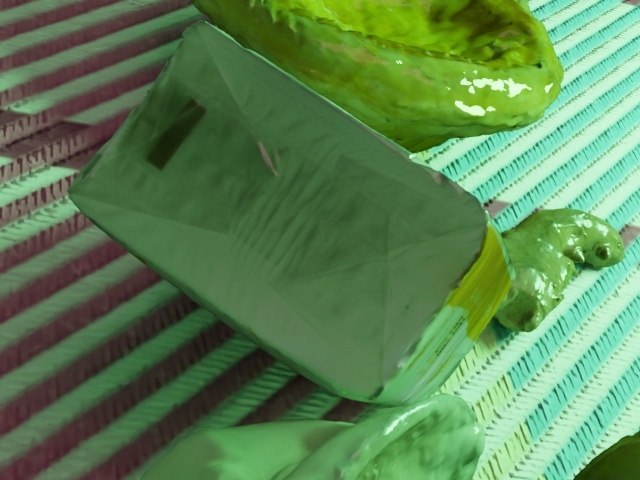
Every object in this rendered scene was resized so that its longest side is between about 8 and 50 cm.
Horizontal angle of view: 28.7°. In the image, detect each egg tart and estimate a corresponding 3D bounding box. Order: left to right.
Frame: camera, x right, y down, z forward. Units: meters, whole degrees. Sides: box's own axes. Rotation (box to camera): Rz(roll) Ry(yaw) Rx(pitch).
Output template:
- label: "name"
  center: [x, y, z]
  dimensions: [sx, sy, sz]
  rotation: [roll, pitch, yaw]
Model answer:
- label: "egg tart"
  center: [0.027, -0.156, 0.961]
  dimensions: [0.319, 0.128, 0.319]
  rotation: [17, 36, -12]

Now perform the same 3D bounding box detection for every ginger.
- label: "ginger"
  center: [0.163, 0.013, 0.897]
  dimensions: [0.069, 0.051, 0.173]
  rotation: [42, 42, 16]

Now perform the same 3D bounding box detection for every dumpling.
- label: "dumpling"
  center: [-0.009, 0.132, 0.548]
  dimensions: [0.252, 0.179, 0.131]
  rotation: [-9, 49, -36]

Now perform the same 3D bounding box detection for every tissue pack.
- label: "tissue pack"
  center: [0.000, 0.000, 0.682]
  dimensions: [0.185, 0.124, 0.225]
  rotation: [36, 0, 13]

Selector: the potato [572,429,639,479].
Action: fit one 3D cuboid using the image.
- label: "potato"
  center: [0.233, 0.207, 0.578]
  dimensions: [0.300, 0.246, 0.196]
  rotation: [26, 10, 10]
